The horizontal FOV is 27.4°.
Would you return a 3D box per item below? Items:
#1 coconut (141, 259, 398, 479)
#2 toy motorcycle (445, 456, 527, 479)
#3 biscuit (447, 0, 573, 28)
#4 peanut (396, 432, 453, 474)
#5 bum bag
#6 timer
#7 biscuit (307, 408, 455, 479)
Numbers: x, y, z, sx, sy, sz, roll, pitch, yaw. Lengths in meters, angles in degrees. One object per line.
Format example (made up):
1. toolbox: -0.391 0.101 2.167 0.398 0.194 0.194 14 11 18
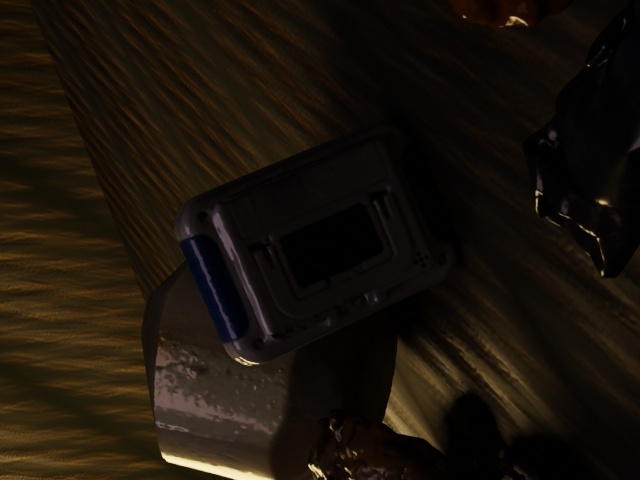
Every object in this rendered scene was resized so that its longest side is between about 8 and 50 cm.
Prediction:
1. coconut: -0.073 0.137 1.542 0.323 0.323 0.323 54 159 33
2. toy motorcycle: 0.196 0.299 1.378 0.150 0.102 0.221 46 165 -4
3. biscuit: 0.077 -0.329 0.900 0.318 0.111 0.312 58 162 26
4. peanut: 0.104 0.290 1.574 0.140 0.109 0.159 60 165 -23
5. bum bag: 0.213 -0.085 0.867 0.310 0.074 0.137 112 144 -58
6. timer: 0.000 0.000 1.291 0.178 0.254 0.078 66 162 -2
7. biscuit: 0.092 0.302 1.344 0.289 0.081 0.334 38 159 21
